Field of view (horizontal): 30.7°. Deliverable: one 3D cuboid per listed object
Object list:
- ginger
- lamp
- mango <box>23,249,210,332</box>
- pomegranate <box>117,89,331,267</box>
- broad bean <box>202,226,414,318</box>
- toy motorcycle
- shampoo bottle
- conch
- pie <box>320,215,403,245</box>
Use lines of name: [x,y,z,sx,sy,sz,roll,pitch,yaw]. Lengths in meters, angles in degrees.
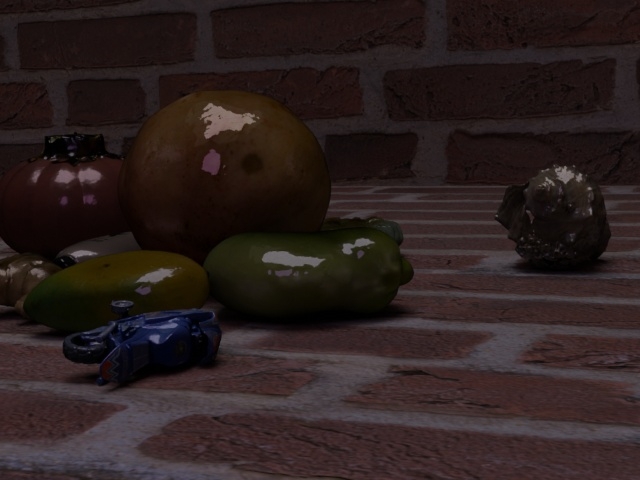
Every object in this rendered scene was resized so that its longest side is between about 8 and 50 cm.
ginger: [-0.386,0.068,1.650,0.333,0.081,0.148,11,8,23]
lamp: [-0.457,-0.081,2.171,0.305,0.240,0.305,-2,7,0]
mango: [-0.262,0.066,1.524,0.237,0.091,0.137,2,28,15]
pomegranate: [-0.155,-0.064,1.801,0.338,0.338,0.338,-2,8,0]
broad bean: [-0.022,0.042,1.590,0.291,0.119,0.238,0,8,21]
toy motorcycle: [-0.186,0.113,1.316,0.205,0.076,0.114,-10,18,-42]
shampoo bottle: [-0.352,0.032,1.911,0.127,0.078,0.257,2,10,24]
conch: [0.385,-0.027,1.886,0.178,0.163,0.245,26,-5,41]
pie: [0.000,0.000,2.082,0.306,0.071,0.306,-2,6,0]
